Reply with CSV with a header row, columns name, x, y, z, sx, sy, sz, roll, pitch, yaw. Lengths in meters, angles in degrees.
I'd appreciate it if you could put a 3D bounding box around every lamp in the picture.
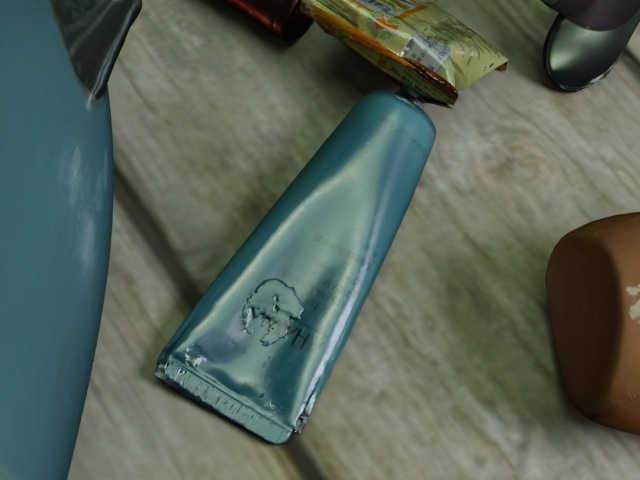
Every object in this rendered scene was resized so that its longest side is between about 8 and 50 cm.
name,x,y,z,sx,sy,sz,roll,pitch,yaw
lamp,0.095,-0.246,0.683,0.283,0.124,0.203,36,102,12

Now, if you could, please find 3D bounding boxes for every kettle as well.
name,x,y,z,sx,sy,sz,roll,pitch,yaw
kettle,-0.240,-0.013,0.508,0.319,0.247,0.342,-6,51,17

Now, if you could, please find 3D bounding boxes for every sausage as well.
name,x,y,z,sx,sy,sz,roll,pitch,yaw
sausage,0.275,0.049,0.598,0.304,0.121,0.121,3,61,-6

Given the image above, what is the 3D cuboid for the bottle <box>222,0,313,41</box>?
name,x,y,z,sx,sy,sz,roll,pitch,yaw
bottle,-0.072,-0.188,0.712,0.164,0.060,0.060,34,62,10

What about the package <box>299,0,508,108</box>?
name,x,y,z,sx,sy,sz,roll,pitch,yaw
package,0.052,-0.122,0.682,0.108,0.031,0.120,35,29,10

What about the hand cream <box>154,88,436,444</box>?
name,x,y,z,sx,sy,sz,roll,pitch,yaw
hand cream,0.000,0.000,0.631,0.083,0.048,0.224,29,66,4
